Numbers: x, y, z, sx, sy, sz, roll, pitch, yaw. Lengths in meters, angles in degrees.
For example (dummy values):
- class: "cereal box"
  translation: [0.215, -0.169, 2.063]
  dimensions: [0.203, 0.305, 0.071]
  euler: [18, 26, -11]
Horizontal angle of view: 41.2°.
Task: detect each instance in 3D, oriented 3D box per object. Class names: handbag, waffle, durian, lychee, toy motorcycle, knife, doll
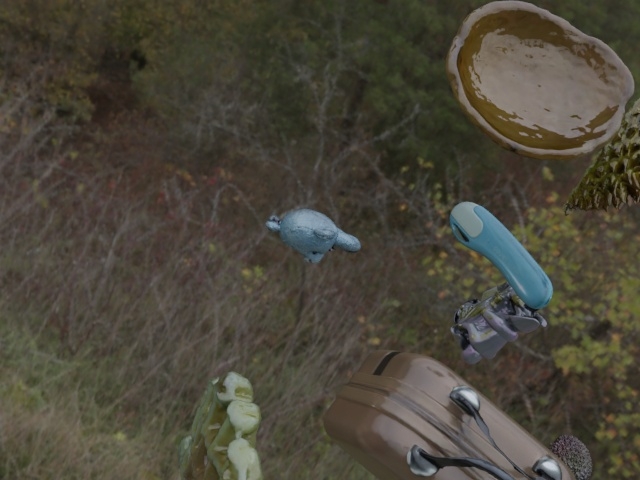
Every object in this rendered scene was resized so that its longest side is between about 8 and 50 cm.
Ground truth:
- class: "handbag"
  translation: [0.171, 0.268, 1.042]
  dimensions: [0.302, 0.283, 0.149]
  euler: [42, 75, -6]
- class: "waffle"
  translation: [-0.115, 0.304, 0.889]
  dimensions: [0.056, 0.292, 0.309]
  euler: [7, 52, -17]
- class: "durian"
  translation: [0.413, -0.128, 1.104]
  dimensions: [0.144, 0.252, 0.139]
  euler: [25, 7, -24]
- class: "lychee"
  translation: [0.354, 0.317, 1.220]
  dimensions: [0.068, 0.067, 0.083]
  euler: [-29, 42, -5]
- class: "toy motorcycle"
  translation: [0.293, 0.143, 1.449]
  dimensions: [0.073, 0.225, 0.152]
  euler: [41, 56, -17]
- class: "knife"
  translation: [0.254, 0.017, 1.205]
  dimensions: [0.031, 0.064, 0.222]
  euler: [16, 27, -41]
- class: "doll"
  translation: [-0.002, 0.004, 1.351]
  dimensions: [0.120, 0.075, 0.180]
  euler: [8, -14, 30]

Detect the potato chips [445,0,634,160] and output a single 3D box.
- class: "potato chips"
  translation: [0.235, -0.169, 0.936]
  dimensions: [0.208, 0.062, 0.195]
  euler: [-16, 74, -17]
